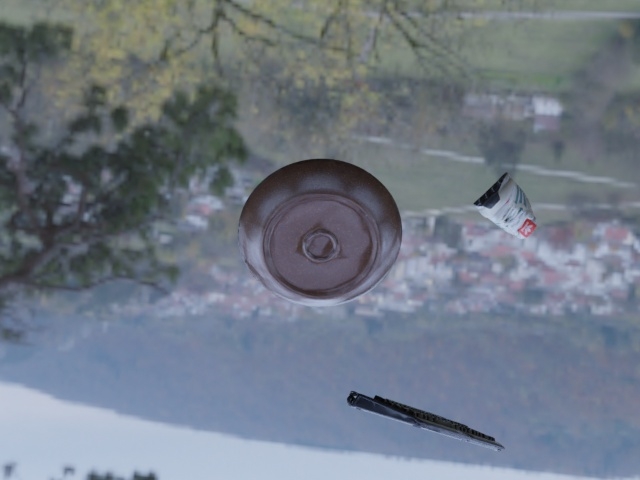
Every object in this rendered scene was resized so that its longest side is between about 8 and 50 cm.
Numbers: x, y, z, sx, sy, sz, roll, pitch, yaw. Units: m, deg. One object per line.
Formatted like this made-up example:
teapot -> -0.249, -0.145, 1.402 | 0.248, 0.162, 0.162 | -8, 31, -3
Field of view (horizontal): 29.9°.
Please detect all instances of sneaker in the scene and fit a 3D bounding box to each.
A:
sneaker -> 0.240, -0.039, 1.493 | 0.075, 0.057, 0.161 | 46, -169, 7

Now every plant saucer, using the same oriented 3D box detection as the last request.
plant saucer -> 0.000, 0.000, 1.429 | 0.199, 0.198, 0.036 | 7, -155, -5

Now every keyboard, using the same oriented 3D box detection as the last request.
keyboard -> 0.143, 0.270, 1.841 | 0.202, 0.033, 0.317 | 12, 171, 33
